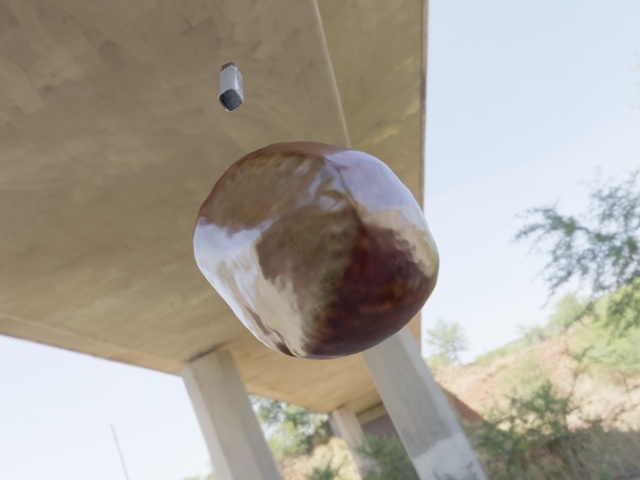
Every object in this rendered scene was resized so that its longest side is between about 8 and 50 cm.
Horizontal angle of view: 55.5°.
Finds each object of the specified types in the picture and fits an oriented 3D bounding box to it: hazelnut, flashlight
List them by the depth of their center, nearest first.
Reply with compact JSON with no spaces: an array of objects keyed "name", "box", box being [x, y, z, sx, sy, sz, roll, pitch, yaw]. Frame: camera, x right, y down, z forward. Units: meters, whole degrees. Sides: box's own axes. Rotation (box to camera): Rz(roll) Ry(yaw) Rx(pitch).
[{"name":"hazelnut","box":[0.000,0.000,0.393,0.143,0.154,0.143,-34,-44,-40]},{"name":"flashlight","box":[-0.079,-0.138,0.538,0.018,0.083,0.018,-30,-60,10]}]
